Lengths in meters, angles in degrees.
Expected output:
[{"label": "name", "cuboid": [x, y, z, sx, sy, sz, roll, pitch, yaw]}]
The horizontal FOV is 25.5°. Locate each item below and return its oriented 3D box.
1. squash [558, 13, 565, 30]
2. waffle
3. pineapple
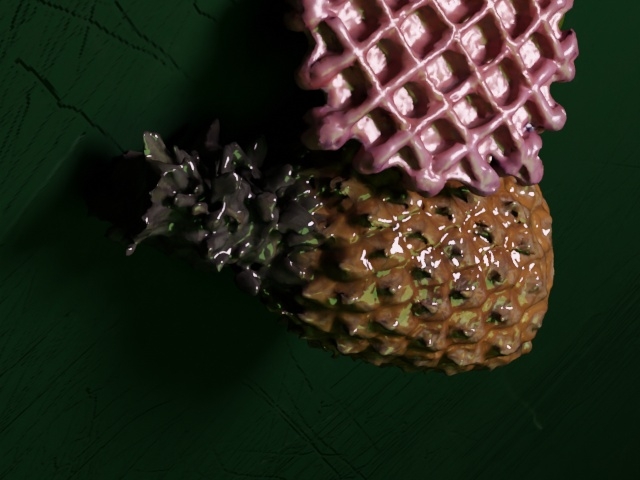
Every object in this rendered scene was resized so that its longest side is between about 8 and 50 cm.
[{"label": "squash", "cuboid": [0.160, -0.234, 1.062, 0.066, 0.066, 0.229, -32, 146, -22]}, {"label": "waffle", "cuboid": [0.080, -0.140, 0.971, 0.234, 0.055, 0.221, 9, 88, -26]}, {"label": "pineapple", "cuboid": [0.000, 0.000, 1.035, 0.362, 0.202, 0.202, 6, 123, -40]}]
